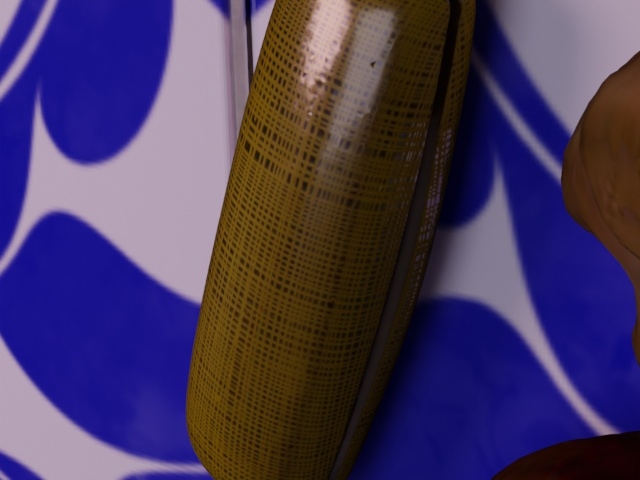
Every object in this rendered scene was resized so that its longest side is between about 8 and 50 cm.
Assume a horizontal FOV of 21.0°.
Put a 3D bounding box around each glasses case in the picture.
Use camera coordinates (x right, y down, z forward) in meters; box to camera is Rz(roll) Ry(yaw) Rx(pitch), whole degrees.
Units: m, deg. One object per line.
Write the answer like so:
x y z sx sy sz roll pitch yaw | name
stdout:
0.000 0.000 0.629 0.079 0.064 0.234 37 125 36 | glasses case

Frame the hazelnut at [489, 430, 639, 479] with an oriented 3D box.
0.100 0.160 0.543 0.170 0.160 0.202 26 80 14 | hazelnut

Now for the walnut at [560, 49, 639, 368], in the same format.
0.174 -0.001 0.342 0.257 0.257 0.225 12 87 38 | walnut
